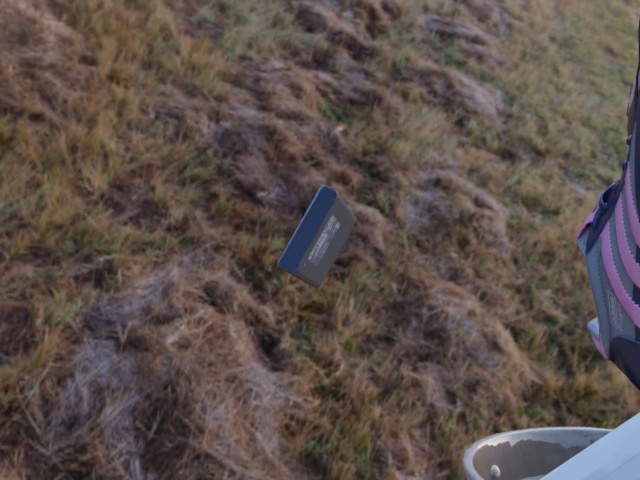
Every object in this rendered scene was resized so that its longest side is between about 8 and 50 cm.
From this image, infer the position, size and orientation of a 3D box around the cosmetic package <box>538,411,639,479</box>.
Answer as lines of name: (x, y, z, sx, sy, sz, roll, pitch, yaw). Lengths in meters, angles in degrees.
cosmetic package: (0.154, 0.104, 0.301, 0.239, 0.060, 0.099, -28, 58, -14)

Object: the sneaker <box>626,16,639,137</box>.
sneaker: (0.280, -0.123, 0.613, 0.097, 0.276, 0.135, 19, 42, 23)

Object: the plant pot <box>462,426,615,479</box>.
plant pot: (0.317, 0.395, 0.885, 0.334, 0.305, 0.334, 1, 4, 0)

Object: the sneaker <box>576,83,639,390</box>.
sneaker: (0.226, -0.021, 0.566, 0.112, 0.319, 0.131, -24, 33, -22)

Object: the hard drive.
hard drive: (0.000, 0.000, 0.881, 0.022, 0.094, 0.135, 28, -4, 14)
